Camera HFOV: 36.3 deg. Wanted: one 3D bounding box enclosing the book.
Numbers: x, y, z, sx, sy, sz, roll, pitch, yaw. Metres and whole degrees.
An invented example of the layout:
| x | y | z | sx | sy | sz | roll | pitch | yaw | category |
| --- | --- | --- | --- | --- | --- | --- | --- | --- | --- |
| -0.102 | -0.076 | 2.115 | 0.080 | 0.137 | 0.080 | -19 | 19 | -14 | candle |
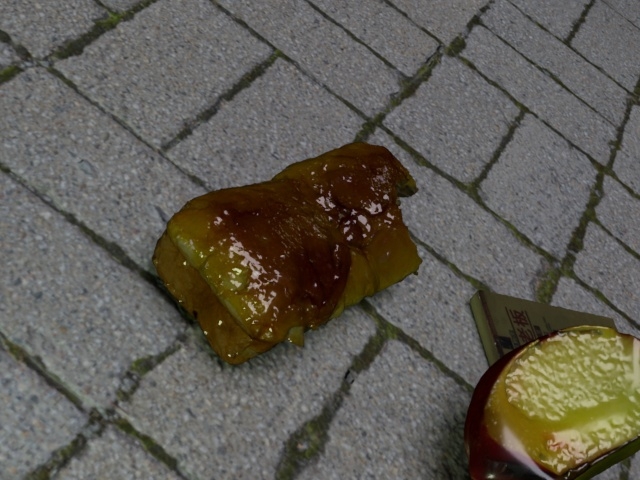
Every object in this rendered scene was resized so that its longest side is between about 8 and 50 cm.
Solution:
| x | y | z | sx | sy | sz | roll | pitch | yaw | category |
| --- | --- | --- | --- | --- | --- | --- | --- | --- | --- |
| 0.300 | 0.147 | 1.210 | 0.231 | 0.026 | 0.161 | 12 | 45 | -27 | book |

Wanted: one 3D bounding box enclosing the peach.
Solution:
| x | y | z | sx | sy | sz | roll | pitch | yaw | category |
| --- | --- | --- | --- | --- | --- | --- | --- | --- | --- |
| 0.235 | 0.191 | 1.018 | 0.267 | 0.154 | 0.158 | -24 | 60 | -26 | peach |

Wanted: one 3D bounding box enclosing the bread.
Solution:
| x | y | z | sx | sy | sz | roll | pitch | yaw | category |
| --- | --- | --- | --- | --- | --- | --- | --- | --- | --- |
| 0.000 | 0.000 | 1.070 | 0.185 | 0.109 | 0.380 | 47 | 38 | 14 | bread |
